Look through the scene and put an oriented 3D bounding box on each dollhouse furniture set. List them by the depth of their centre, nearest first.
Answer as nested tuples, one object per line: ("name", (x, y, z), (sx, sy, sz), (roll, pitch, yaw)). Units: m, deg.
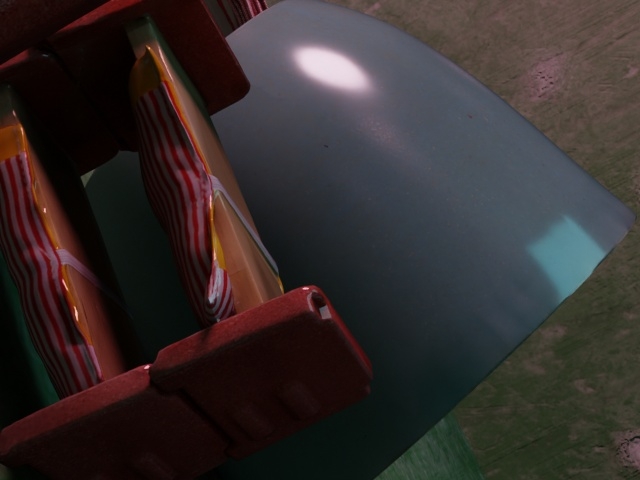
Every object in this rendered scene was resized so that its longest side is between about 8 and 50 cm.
("dollhouse furniture set", (-0.119, -0.053, 0.648), (0.374, 0.152, 0.201), (59, 7, -60))

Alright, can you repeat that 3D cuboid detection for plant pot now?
("plant pot", (0.000, 0.000, 0.975), (0.235, 0.293, 0.293), (47, 6, 3))

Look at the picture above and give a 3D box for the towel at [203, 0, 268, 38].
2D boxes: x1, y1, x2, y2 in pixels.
("towel", (-0.119, -0.219, 1.437), (0.237, 0.037, 0.329), (66, -15, -12))
